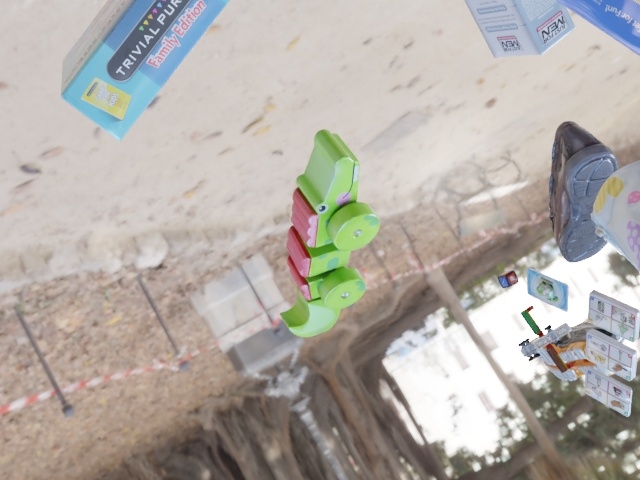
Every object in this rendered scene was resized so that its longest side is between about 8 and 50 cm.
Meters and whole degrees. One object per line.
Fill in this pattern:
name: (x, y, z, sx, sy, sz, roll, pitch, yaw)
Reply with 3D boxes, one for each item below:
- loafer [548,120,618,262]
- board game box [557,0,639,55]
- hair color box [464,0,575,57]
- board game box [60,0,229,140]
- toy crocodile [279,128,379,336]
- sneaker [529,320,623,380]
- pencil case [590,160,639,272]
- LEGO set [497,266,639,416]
loafer: (0.419, -0.076, 1.320, 0.109, 0.095, 0.302, -22, 145, 1)
board game box: (0.437, -0.336, 0.981, 0.078, 0.347, 0.233, -35, 157, -34)
hair color box: (0.388, -0.591, 1.799, 0.113, 0.374, 0.185, -37, -160, -11)
board game box: (-0.202, -0.271, 0.974, 0.254, 0.079, 0.336, -51, -156, 4)
toy crocodile: (0.000, 0.000, 1.096, 0.105, 0.115, 0.340, -18, 144, -20)
sneaker: (0.416, 0.172, 1.326, 0.083, 0.084, 0.215, -47, -171, -17)
pencil case: (0.385, 0.025, 0.856, 0.124, 0.273, 0.113, -14, 129, 2)
LEGO set: (0.368, 0.127, 1.214, 0.060, 0.182, 0.244, -26, -147, -29)
